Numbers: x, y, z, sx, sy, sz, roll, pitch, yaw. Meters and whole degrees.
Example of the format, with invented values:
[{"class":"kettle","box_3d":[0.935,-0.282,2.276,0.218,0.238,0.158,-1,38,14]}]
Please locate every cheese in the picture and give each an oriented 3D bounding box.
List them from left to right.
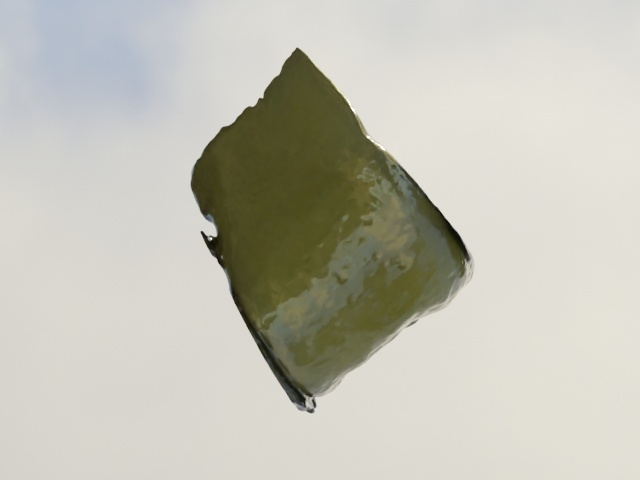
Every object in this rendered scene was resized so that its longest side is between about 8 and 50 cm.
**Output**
[{"class":"cheese","box_3d":[0.000,-0.001,0.502,0.060,0.084,0.041,-34,-161,4]}]
